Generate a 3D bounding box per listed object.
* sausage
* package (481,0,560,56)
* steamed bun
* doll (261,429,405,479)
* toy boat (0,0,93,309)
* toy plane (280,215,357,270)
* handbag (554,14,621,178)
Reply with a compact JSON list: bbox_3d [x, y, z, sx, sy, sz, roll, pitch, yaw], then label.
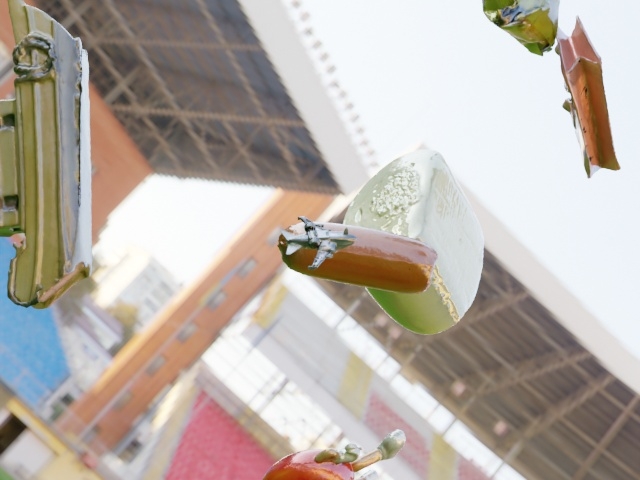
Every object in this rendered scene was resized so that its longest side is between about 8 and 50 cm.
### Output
[{"bbox_3d":[0.045,0.019,1.484,0.197,0.076,0.076,9,-18,-2],"label":"sausage"},{"bbox_3d":[0.283,-0.355,1.718,0.090,0.168,0.226,-5,-9,29],"label":"package"},{"bbox_3d":[0.132,0.008,1.735,0.155,0.250,0.200,-13,-55,31],"label":"steamed bun"},{"bbox_3d":[0.005,0.339,1.723,0.085,0.217,0.183,63,-38,36],"label":"doll"},{"bbox_3d":[-0.406,-0.123,1.711,0.162,0.445,0.136,-2,-7,1],"label":"toy boat"},{"bbox_3d":[0.000,0.000,1.332,0.031,0.083,0.078,95,-14,-47],"label":"toy plane"},{"bbox_3d":[0.398,-0.215,1.839,0.157,0.059,0.212,-94,166,-50],"label":"handbag"}]
